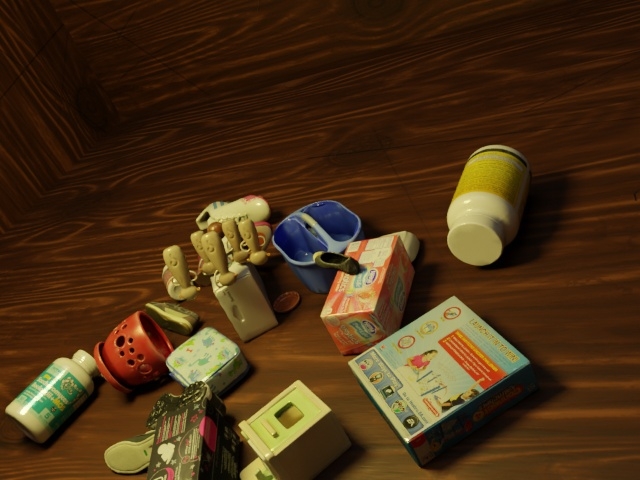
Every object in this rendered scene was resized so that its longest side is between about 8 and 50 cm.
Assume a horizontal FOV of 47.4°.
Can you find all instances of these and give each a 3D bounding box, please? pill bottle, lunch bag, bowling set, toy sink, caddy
[{"bbox_3d":[-0.475,0.131,2.414,0.086,0.086,0.152,-32,31,-8],"label":"pill bottle"},{"bbox_3d":[-0.308,0.336,1.969,0.176,0.090,0.219,-39,32,-21],"label":"lunch bag"},{"bbox_3d":[0.445,-0.093,1.943,0.188,0.188,0.334,-6,36,31],"label":"pill bottle"},{"bbox_3d":[-0.261,0.032,1.982,0.287,0.154,0.200,-18,13,13],"label":"bowling set"},{"bbox_3d":[-0.759,0.441,2.102,0.146,0.146,0.264,5,43,42],"label":"pill bottle"},{"bbox_3d":[-0.081,0.443,1.588,0.234,0.131,0.153,-36,31,-15],"label":"toy sink"},{"bbox_3d":[0.000,0.000,2.156,0.241,0.179,0.341,-34,31,-10],"label":"caddy"}]

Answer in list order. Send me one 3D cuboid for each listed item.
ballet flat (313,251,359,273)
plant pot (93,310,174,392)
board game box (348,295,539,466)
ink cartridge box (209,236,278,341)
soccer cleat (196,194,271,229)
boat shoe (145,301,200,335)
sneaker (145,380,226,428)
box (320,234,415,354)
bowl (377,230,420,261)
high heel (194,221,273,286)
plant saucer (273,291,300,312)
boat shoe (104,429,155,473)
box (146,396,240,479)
[{"bbox_3d":[0.039,0.047,1.899,0.057,0.049,0.173,-43,31,-25],"label":"ballet flat"},{"bbox_3d":[-0.529,0.324,2.072,0.174,0.191,0.191,-35,30,2],"label":"plant pot"},{"bbox_3d":[0.258,0.295,1.597,0.302,0.086,0.308,-31,31,-7],"label":"board game box"},{"bbox_3d":[-0.236,0.128,2.118,0.117,0.201,0.278,-27,31,-2],"label":"ink cartridge box"},{"bbox_3d":[-0.310,-0.080,2.580,0.331,0.116,0.143,-3,29,47],"label":"soccer cleat"},{"bbox_3d":[-0.456,0.232,2.261,0.224,0.080,0.073,15,44,42],"label":"boat shoe"},{"bbox_3d":[-0.347,0.440,1.845,0.272,0.108,0.100,-24,33,39],"label":"sneaker"},{"bbox_3d":[0.130,0.136,1.881,0.154,0.142,0.300,-11,33,27],"label":"box"},{"bbox_3d":[0.203,0.024,2.064,0.142,0.053,0.142,-13,24,24],"label":"bowl"},{"bbox_3d":[-0.276,-0.004,2.341,0.377,0.127,0.181,-30,33,34],"label":"high heel"},{"bbox_3d":[-0.098,0.181,2.117,0.084,0.013,0.083,-20,31,13],"label":"plant saucer"},{"bbox_3d":[-0.435,0.522,1.819,0.233,0.084,0.079,-22,-4,21],"label":"boat shoe"},{"bbox_3d":[-0.279,0.506,1.615,0.142,0.163,0.247,-24,30,12],"label":"box"}]
